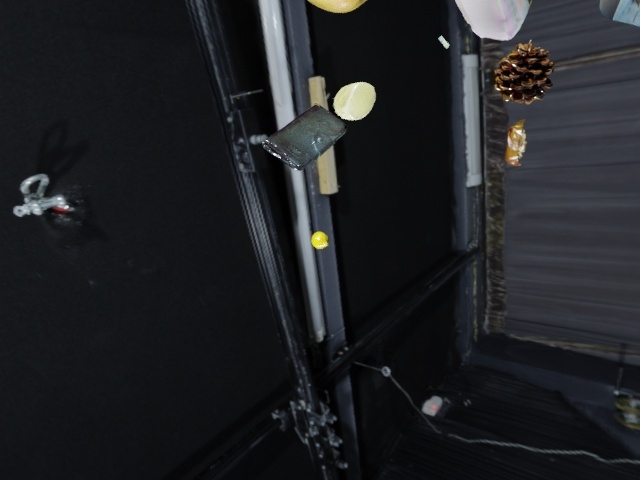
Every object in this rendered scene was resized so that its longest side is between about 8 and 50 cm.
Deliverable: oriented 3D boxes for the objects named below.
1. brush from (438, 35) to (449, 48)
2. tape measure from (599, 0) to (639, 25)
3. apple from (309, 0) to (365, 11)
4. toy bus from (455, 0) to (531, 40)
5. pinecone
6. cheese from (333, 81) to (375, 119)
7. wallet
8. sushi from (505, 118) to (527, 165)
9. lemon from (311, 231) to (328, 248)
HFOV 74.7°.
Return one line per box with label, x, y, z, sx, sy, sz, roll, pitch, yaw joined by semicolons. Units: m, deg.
brush;0.496;-0.801;1.690;0.013;0.016;0.083;13;-136;-34
tape measure;0.701;-0.527;0.768;0.138;0.262;0.259;-9;-47;-14
apple;0.060;-0.892;1.242;0.346;0.391;0.391;47;-126;-13
toy bus;0.486;-0.713;1.199;0.386;0.171;0.162;1;-67;-57
pinecone;0.771;-0.636;1.586;0.221;0.221;0.221;-6;-82;-51
cheese;0.110;-0.466;1.405;0.094;0.167;0.123;34;-83;-20
wallet;-0.043;-0.365;1.460;0.318;0.172;0.045;-47;-10;-37
sushi;0.553;-0.276;1.182;0.052;0.055;0.120;24;-108;-57
lemon;0.000;0.000;1.604;0.065;0.092;0.065;-14;-60;-26
